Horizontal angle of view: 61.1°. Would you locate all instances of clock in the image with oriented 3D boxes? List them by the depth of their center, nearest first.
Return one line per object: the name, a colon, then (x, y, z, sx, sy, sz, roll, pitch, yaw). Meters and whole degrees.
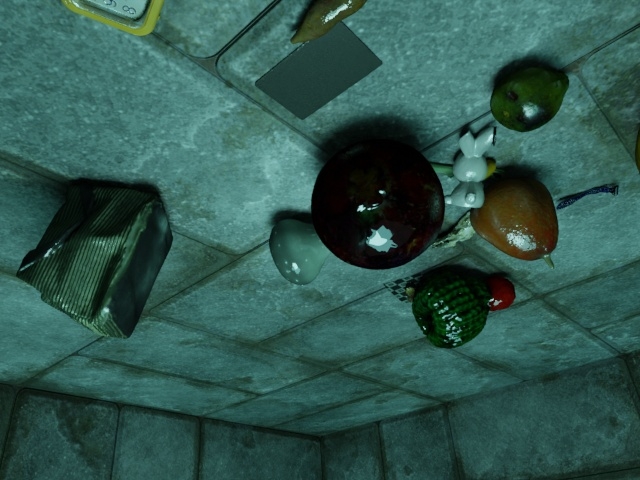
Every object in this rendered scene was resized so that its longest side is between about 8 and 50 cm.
clock: (-0.280, -0.407, 0.767, 0.143, 0.096, 0.202, 11, 146, -29)

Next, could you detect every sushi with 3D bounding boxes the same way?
sushi: (0.312, 0.179, 1.845, 0.139, 0.031, 0.201, -20, 145, 24)

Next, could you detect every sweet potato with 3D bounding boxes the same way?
sweet potato: (0.030, -0.386, 0.880, 0.065, 0.051, 0.218, 18, 143, -38)

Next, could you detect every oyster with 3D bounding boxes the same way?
oyster: (0.381, -0.021, 1.530, 0.200, 0.061, 0.106, -28, 159, 36)

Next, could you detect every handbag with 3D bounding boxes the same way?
handbag: (-0.512, 0.038, 1.258, 0.240, 0.340, 0.247, 16, 152, 1)

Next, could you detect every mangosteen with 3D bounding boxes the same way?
mangosteen: (0.126, -0.069, 1.181, 0.311, 0.311, 0.311, -3, 148, -2)

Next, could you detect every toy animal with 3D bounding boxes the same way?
toy animal: (0.357, -0.166, 1.230, 0.131, 0.181, 0.127, 3, -171, -7)

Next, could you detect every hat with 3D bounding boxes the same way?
hat: (0.474, 0.192, 1.757, 0.332, 0.242, 0.274, -24, 169, -13)

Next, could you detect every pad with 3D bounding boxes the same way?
pad: (-0.005, -0.317, 1.031, 0.211, 0.003, 0.143, -27, 142, 32)

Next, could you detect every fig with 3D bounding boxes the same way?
fig: (0.417, -0.288, 1.057, 0.156, 0.123, 0.123, -40, 151, -15)

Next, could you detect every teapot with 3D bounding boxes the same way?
teapot: (0.000, 0.000, 1.405, 0.251, 0.183, 0.183, -24, 145, 7)

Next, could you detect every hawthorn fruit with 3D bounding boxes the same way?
hawthorn fruit: (0.489, -0.036, 1.312, 0.200, 0.251, 0.199, -25, 156, -12)

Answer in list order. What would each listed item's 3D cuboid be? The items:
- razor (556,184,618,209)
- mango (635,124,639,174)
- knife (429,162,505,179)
razor: (0.697, -0.115, 1.423, 0.155, 0.028, 0.044, -18, 146, 19)
mango: (0.801, -0.203, 1.101, 0.300, 0.232, 0.446, -13, 161, 13)
knife: (0.314, -0.166, 1.301, 0.293, 0.019, 0.043, 2, 146, -12)
